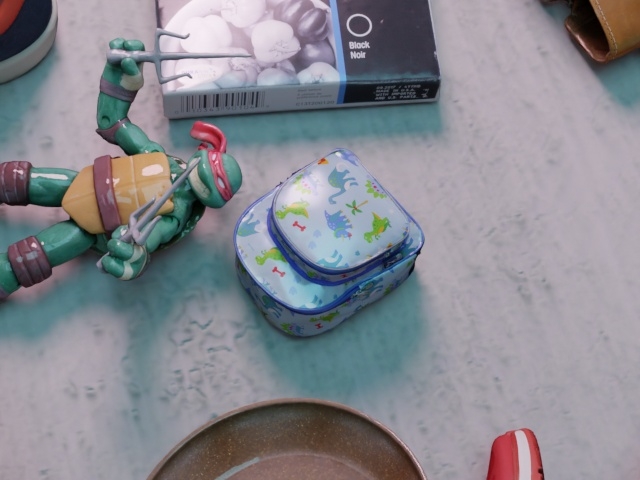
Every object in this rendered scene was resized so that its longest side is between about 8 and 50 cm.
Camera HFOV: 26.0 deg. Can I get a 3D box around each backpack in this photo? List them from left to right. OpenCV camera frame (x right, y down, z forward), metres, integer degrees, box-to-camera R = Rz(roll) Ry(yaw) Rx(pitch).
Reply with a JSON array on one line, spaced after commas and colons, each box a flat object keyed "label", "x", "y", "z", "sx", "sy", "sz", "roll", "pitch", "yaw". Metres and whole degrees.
[{"label": "backpack", "x": 0.000, "y": 0.000, "z": 0.939, "sx": 0.114, "sy": 0.084, "sz": 0.105, "roll": -35, "pitch": 72, "yaw": -15}]

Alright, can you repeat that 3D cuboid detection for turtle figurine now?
[{"label": "turtle figurine", "x": -0.140, "y": -0.032, "z": 0.923, "sx": 0.234, "sy": 0.118, "sz": 0.175, "roll": -17, "pitch": 54, "yaw": 4}]

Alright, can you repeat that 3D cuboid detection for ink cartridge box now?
[{"label": "ink cartridge box", "x": -0.024, "y": -0.196, "z": 1.041, "sx": 0.206, "sy": 0.045, "sz": 0.208, "roll": -5, "pitch": 67, "yaw": -7}]

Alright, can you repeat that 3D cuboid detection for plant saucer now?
[{"label": "plant saucer", "x": -0.024, "y": 0.189, "z": 0.855, "sx": 0.199, "sy": 0.036, "sz": 0.198, "roll": -8, "pitch": 50, "yaw": 9}]

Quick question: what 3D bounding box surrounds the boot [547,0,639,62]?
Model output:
[{"label": "boot", "x": 0.234, "y": -0.282, "z": 1.082, "sx": 0.220, "sy": 0.109, "sz": 0.283, "roll": -29, "pitch": 80, "yaw": -12}]

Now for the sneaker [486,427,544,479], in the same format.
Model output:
[{"label": "sneaker", "x": 0.075, "y": 0.212, "z": 0.858, "sx": 0.128, "sy": 0.087, "sz": 0.221, "roll": -2, "pitch": 46, "yaw": 14}]

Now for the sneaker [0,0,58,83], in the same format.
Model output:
[{"label": "sneaker", "x": -0.348, "y": -0.135, "z": 0.927, "sx": 0.350, "sy": 0.148, "sz": 0.131, "roll": -29, "pitch": 73, "yaw": -16}]
